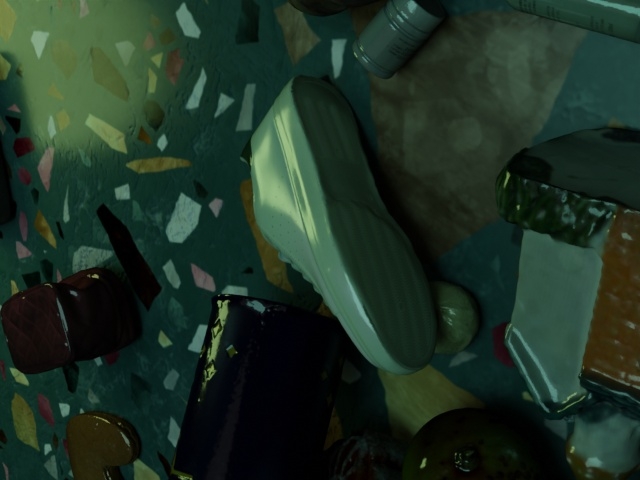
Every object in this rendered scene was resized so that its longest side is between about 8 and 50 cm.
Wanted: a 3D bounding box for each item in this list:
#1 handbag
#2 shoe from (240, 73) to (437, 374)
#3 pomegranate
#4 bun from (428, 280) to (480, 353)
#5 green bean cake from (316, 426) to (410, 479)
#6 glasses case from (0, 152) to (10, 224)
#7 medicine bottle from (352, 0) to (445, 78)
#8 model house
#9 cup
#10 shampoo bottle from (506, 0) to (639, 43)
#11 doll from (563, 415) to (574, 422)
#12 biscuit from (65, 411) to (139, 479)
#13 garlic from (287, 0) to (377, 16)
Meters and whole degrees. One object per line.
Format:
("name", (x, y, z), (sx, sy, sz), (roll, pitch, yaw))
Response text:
("handbag", (-0.410, 0.131, 1.240), (0.225, 0.135, 0.146), (-19, 89, 43))
("shoe", (0.000, 0.000, 0.871), (0.160, 0.132, 0.363), (-39, 62, 41))
("pomegranate", (0.165, 0.273, 0.823), (0.159, 0.159, 0.205), (33, 148, 28))
("bun", (0.134, 0.089, 0.855), (0.086, 0.055, 0.086), (8, 103, 36))
("green bean cake", (0.021, 0.348, 0.917), (0.233, 0.097, 0.198), (-42, 31, 40))
("glasses case", (-0.647, -0.178, 1.386), (0.131, 0.074, 0.323), (-5, 98, 38))
("medicine bottle", (0.083, -0.224, 0.818), (0.091, 0.058, 0.058), (-45, 73, 36))
("model house", (0.280, 0.078, 0.660), (0.271, 0.190, 0.301), (22, 116, 33))
("cup", (-0.065, 0.224, 0.941), (0.178, 0.255, 0.256), (9, 75, 18))
("shampoo bottle", (0.216, -0.235, 0.713), (0.195, 0.056, 0.056), (27, 116, 30))
("doll", (0.320, 0.151, 0.721), (0.195, 0.070, 0.096), (-21, 57, 36))
("biscuit", (-0.379, 0.395, 1.340), (0.186, 0.036, 0.192), (-1, 101, 36))
("garlic", (0.023, -0.349, 0.775), (0.245, 0.160, 0.245), (46, 148, 40))
